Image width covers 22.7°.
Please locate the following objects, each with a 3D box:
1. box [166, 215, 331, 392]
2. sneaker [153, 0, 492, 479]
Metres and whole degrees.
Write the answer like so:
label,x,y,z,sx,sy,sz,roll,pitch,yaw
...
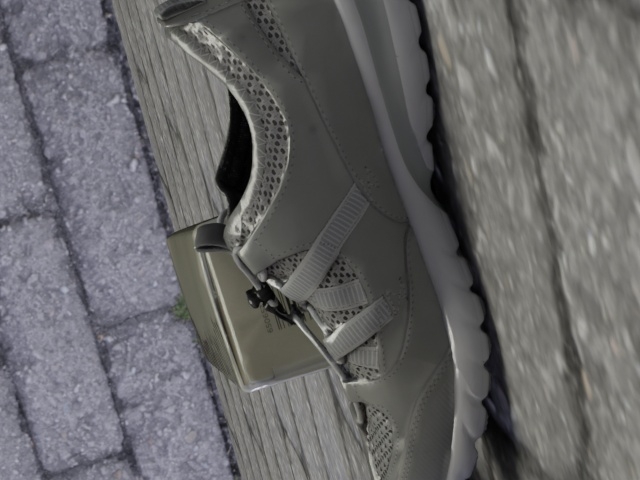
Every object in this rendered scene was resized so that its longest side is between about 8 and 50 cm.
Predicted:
label,x,y,z,sx,sy,sz,roll,pitch,yaw
box,-0.022,0.022,0.946,0.275,0.113,0.094,173,79,-83
sneaker,0.000,0.000,0.728,0.105,0.115,0.281,-132,27,-71
